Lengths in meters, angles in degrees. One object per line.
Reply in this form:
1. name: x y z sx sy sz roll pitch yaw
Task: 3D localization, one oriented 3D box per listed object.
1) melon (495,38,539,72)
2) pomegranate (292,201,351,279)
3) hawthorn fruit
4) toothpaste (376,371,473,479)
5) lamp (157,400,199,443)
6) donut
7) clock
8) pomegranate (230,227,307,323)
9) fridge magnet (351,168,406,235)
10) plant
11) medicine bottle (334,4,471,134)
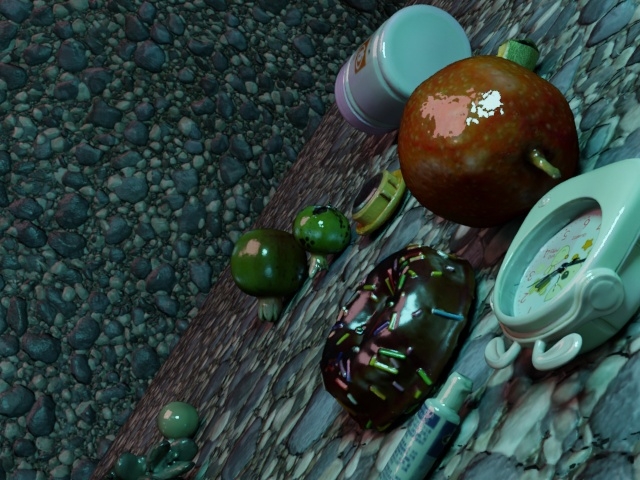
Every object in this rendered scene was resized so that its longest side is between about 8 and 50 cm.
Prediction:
1. melon: 0.277 -0.241 1.160 0.160 0.079 0.128 -167 94 -78
2. pomegranate: 0.000 0.000 1.525 0.122 0.122 0.161 167 110 -74
3. hawthorn fruit: 0.189 -0.098 0.812 0.196 0.196 0.225 -54 27 2
4. toothpaste: 0.075 0.215 0.698 0.216 0.037 0.062 -58 11 2
5. lamp: -0.318 0.433 1.642 0.091 0.091 0.163 -42 32 49
6. donut: 0.081 0.104 0.880 0.235 0.089 0.235 -52 12 17
7. clock: 0.208 0.029 0.626 0.191 0.062 0.151 -58 12 -18
8. pomegranate: -0.116 0.077 1.662 0.180 0.180 0.210 154 121 -68
9. fridge magnet: 0.106 -0.072 1.382 0.143 0.063 0.143 -51 15 19
10. plant: -0.337 0.462 1.427 0.274 0.149 0.146 -44 15 32
11. medicine bottle: 0.166 -0.355 1.624 0.202 0.202 0.316 -57 12 -13
